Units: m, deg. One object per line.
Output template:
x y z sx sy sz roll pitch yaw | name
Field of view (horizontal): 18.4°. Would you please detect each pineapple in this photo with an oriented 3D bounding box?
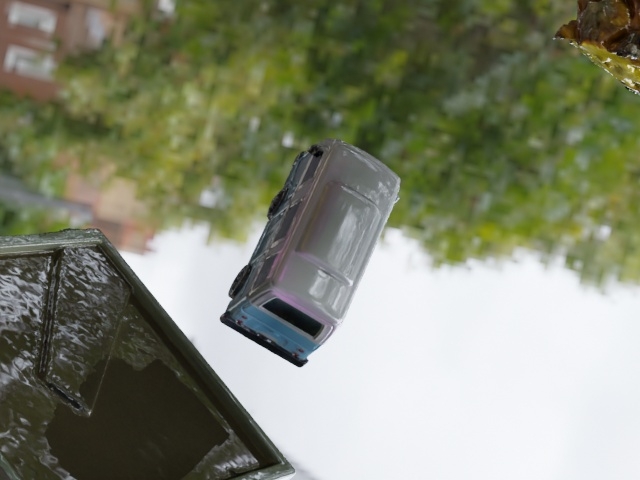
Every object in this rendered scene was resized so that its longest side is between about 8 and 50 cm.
0.172 -0.102 0.876 0.077 0.114 0.114 76 34 -59 | pineapple

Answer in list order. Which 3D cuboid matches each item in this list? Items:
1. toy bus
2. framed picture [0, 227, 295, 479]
0.000 0.000 1.112 0.075 0.060 0.123 -39 -157 58 | toy bus
-0.121 0.067 0.985 0.016 0.184 0.250 -45 166 18 | framed picture
